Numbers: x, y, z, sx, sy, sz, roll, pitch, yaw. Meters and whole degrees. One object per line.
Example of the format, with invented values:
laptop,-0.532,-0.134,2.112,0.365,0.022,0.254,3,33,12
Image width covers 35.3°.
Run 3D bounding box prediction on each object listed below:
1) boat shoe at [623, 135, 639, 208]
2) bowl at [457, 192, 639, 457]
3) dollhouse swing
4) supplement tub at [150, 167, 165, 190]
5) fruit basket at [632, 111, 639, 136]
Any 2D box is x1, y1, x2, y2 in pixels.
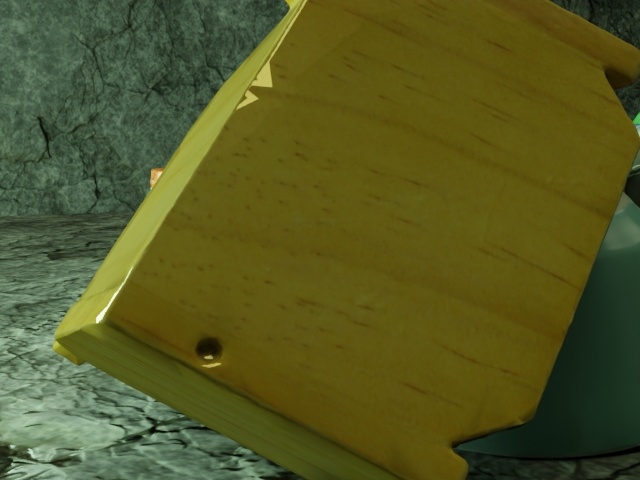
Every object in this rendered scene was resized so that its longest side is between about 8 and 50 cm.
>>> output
boat shoe,0.265,-0.013,0.985,0.305,0.109,0.091,-25,20,30
bowl,0.157,0.036,0.836,0.312,0.163,0.311,-1,17,0
dollhouse swing,0.000,0.000,0.755,0.315,0.346,0.305,28,-25,0
supplement tub,-0.118,0.025,0.981,0.117,0.190,0.117,0,7,0
fruit basket,0.403,-0.065,1.393,0.165,0.327,0.353,41,1,-13
